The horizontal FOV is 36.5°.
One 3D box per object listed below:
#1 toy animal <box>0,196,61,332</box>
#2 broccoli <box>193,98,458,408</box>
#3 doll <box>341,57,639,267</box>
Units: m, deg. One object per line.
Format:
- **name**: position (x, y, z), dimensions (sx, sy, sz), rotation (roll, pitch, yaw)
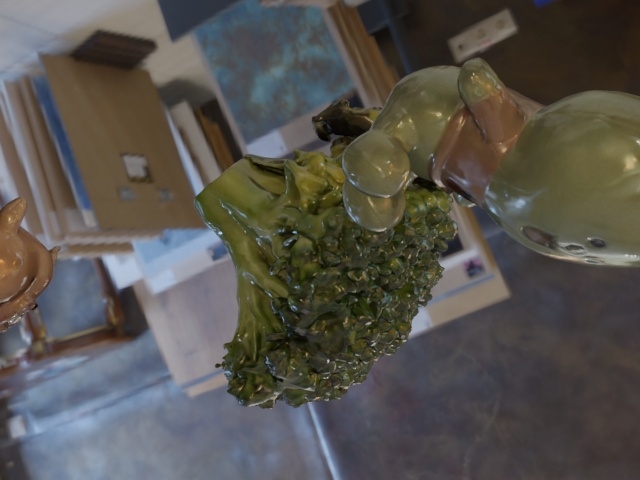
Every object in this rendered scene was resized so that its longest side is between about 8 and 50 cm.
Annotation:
- **toy animal**: position (-0.258, 0.032, 0.753), dimensions (0.089, 0.083, 0.150), rotation (24, 145, -11)
- **broccoli**: position (0.019, 0.017, 0.991), dimensions (0.324, 0.272, 0.334), rotation (-23, -165, 44)
- **doll**: position (0.147, -0.051, 0.631), dimensions (0.275, 0.113, 0.155), rotation (10, 156, 17)
